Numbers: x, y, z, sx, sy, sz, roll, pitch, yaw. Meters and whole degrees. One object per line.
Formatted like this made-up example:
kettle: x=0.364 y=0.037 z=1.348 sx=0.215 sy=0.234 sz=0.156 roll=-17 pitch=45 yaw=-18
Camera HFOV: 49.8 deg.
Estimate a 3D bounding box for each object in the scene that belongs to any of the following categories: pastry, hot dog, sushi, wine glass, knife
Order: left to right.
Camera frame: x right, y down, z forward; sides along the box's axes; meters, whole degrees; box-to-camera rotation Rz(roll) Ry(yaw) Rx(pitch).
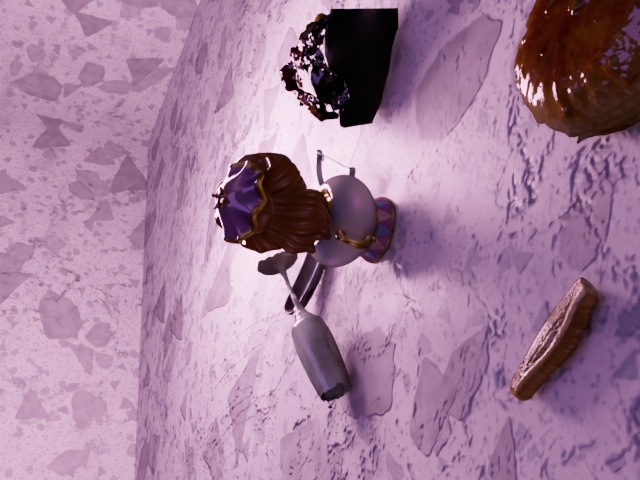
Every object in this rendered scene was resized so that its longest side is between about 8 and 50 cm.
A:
wine glass: x=-0.022 y=0.131 z=1.060 sx=0.074 sy=0.074 sz=0.262 roll=-58 pitch=45 yaw=38
knife: x=0.002 y=0.001 z=1.137 sx=0.123 sy=0.053 sz=0.278 roll=39 pitch=119 yaw=55
sushi: x=0.019 y=-0.276 z=1.103 sx=0.150 sy=0.153 sz=0.172 roll=15 pitch=114 yaw=46
hot dog: x=0.218 y=0.097 z=0.642 sx=0.044 sy=0.028 sz=0.137 roll=-68 pitch=3 yaw=-67
pastry: x=0.257 y=-0.190 z=0.608 sx=0.192 sy=0.093 sz=0.182 roll=146 pitch=133 yaw=-60

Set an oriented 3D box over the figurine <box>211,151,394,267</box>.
figurine: x=-0.030 y=-0.040 z=0.965 sx=0.189 sy=0.263 sz=0.142 roll=36 pitch=111 yaw=62
